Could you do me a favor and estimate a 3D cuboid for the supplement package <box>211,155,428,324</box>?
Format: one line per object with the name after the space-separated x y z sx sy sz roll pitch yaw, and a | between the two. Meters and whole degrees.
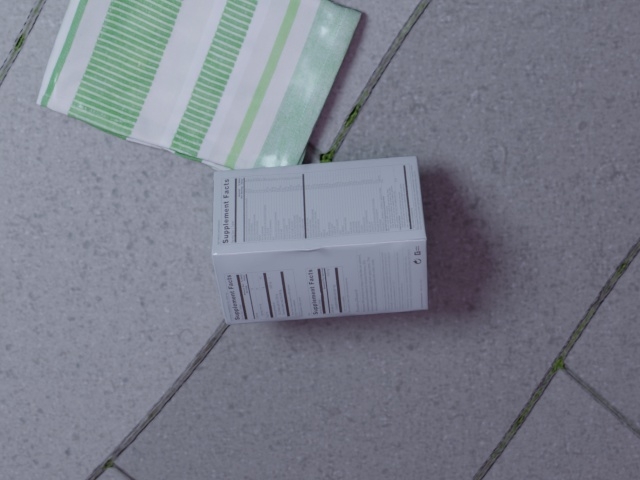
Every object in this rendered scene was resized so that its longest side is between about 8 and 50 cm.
0.000 0.000 1.631 0.244 0.139 0.134 -4 139 2 | supplement package

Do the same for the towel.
-0.147 -0.210 1.632 0.325 0.038 0.248 20 107 -7 | towel
